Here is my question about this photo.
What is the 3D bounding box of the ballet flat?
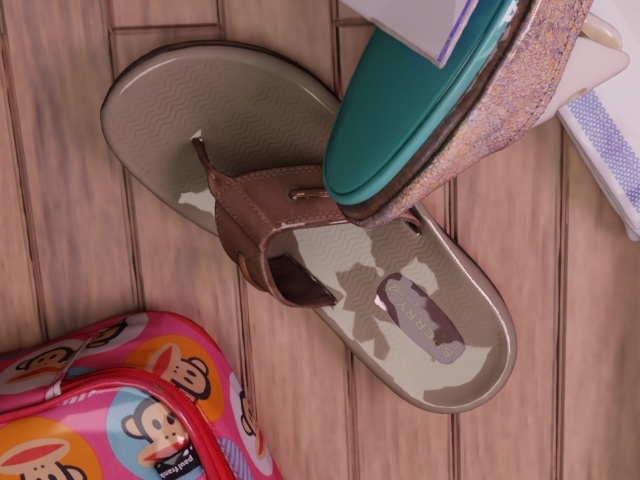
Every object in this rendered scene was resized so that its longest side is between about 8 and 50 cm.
[{"bbox_3d":[0.111,-0.134,0.522,0.106,0.107,0.316,17,111,-28],"label":"ballet flat"}]

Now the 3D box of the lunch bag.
[{"bbox_3d":[-0.160,0.195,0.690,0.293,0.120,0.258,-18,110,13],"label":"lunch bag"}]

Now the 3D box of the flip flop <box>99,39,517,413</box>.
[{"bbox_3d":[0.000,0.000,0.619,0.112,0.080,0.277,-42,101,17],"label":"flip flop"}]

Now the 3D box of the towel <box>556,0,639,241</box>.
[{"bbox_3d":[0.232,-0.147,0.571,0.285,0.034,0.209,-34,101,13],"label":"towel"}]

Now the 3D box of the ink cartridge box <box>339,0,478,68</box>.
[{"bbox_3d":[0.040,-0.206,0.499,0.208,0.045,0.206,42,114,37],"label":"ink cartridge box"}]
